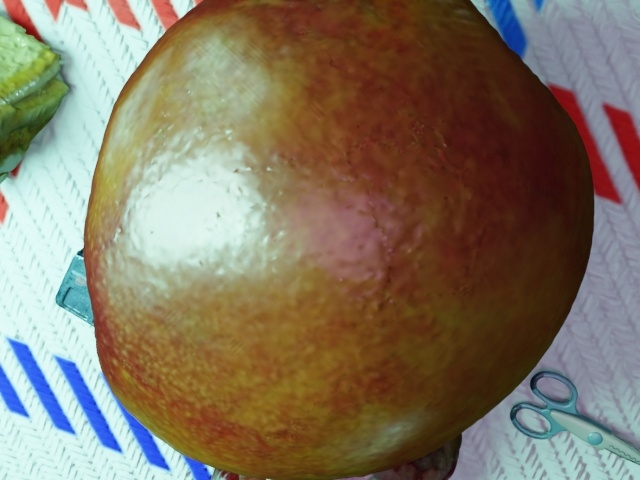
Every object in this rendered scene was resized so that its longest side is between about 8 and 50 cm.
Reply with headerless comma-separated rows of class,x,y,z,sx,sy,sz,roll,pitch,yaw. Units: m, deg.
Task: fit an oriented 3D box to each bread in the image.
bread,-0.270,-0.111,0.708,0.147,0.152,0.127,38,97,0

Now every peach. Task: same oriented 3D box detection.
peach,0.000,0.000,0.625,0.308,0.308,0.332,45,109,-4

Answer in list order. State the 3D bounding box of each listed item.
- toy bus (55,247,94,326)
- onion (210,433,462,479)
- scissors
toy bus,-0.120,0.062,0.778,0.166,0.047,0.065,32,110,1
onion,-0.001,0.170,0.761,0.206,0.098,0.151,-33,98,14
scissors,0.206,0.146,0.771,0.119,0.014,0.058,30,109,3
